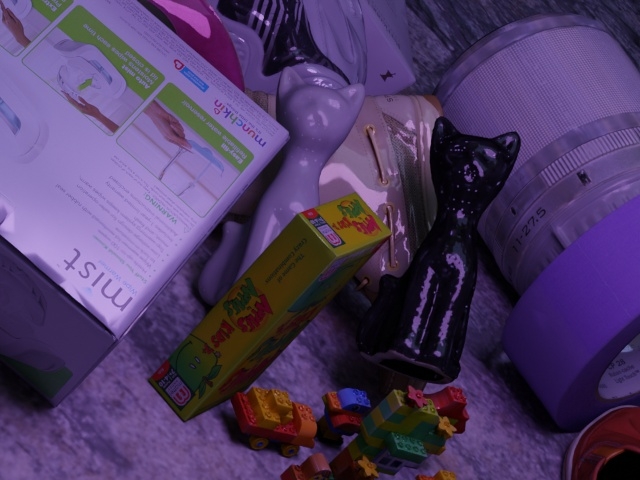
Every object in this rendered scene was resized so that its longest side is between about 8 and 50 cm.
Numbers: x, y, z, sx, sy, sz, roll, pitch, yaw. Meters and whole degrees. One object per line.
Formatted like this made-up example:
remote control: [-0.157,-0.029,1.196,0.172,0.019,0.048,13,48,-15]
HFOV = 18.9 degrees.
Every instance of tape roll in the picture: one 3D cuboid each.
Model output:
tape roll: [0.300,0.053,1.718,0.274,0.275,0.090,1,49,-53]

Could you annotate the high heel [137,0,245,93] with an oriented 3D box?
high heel: [-0.163,-0.171,1.450,0.244,0.082,0.117,51,51,-15]

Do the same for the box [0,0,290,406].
box: [-0.195,-0.064,1.305,0.262,0.127,0.231,40,52,-5]

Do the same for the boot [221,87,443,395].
boot: [0.000,0.000,1.582,0.203,0.095,0.262,4,79,-12]

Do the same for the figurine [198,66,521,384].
figurine: [0.035,-0.019,1.505,0.214,0.209,0.092,19,-12,-2]

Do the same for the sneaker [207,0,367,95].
sneaker: [-0.051,-0.229,1.711,0.210,0.137,0.366,-75,151,-69]

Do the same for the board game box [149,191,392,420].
board game box: [-0.036,0.048,1.377,0.043,0.181,0.092,48,27,11]

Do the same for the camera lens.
camera lens: [0.245,-0.071,1.889,0.219,0.219,0.274,13,39,-45]

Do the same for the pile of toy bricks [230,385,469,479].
pile of toy bricks: [0.047,0.146,1.429,0.212,0.105,0.118,17,36,-40]

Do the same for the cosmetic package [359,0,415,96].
cosmetic package: [-0.043,-0.345,1.911,0.377,0.097,0.284,53,17,-30]

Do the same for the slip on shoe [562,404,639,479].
slip on shoe: [0.262,0.218,1.621,0.123,0.101,0.331,43,25,4]
